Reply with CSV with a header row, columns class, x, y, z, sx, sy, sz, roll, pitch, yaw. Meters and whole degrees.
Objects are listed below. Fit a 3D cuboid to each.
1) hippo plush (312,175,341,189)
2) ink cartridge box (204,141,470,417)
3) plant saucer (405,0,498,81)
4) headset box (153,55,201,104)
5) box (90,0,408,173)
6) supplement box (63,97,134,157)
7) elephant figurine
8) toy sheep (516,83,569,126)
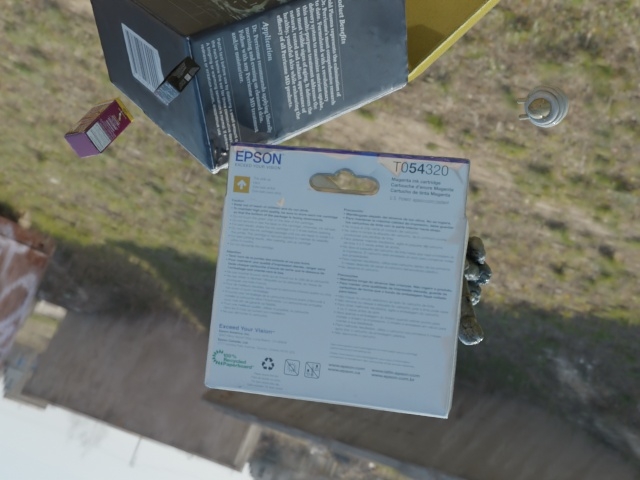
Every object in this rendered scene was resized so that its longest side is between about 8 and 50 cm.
class,x,y,z,sx,sy,sz,roll,pitch,yaw
hippo plush,0.000,0.000,1.659,0.234,0.236,0.294,2,137,50
ink cartridge box,0.025,0.047,1.182,0.324,0.330,0.071,6,178,12
plant saucer,0.237,-0.531,1.971,0.081,0.333,0.333,25,-148,-45
headset box,-0.243,-0.268,1.513,0.032,0.062,0.083,42,156,-18
box,-0.152,-0.436,1.824,0.480,0.471,0.297,40,147,42
supplement box,-0.319,-0.163,1.299,0.055,0.083,0.043,-2,132,42
elephant figurine,0.202,0.069,1.545,0.186,0.169,0.239,-4,-169,23
toy sheep,0.436,-0.261,1.738,0.091,0.091,0.132,13,-154,31
